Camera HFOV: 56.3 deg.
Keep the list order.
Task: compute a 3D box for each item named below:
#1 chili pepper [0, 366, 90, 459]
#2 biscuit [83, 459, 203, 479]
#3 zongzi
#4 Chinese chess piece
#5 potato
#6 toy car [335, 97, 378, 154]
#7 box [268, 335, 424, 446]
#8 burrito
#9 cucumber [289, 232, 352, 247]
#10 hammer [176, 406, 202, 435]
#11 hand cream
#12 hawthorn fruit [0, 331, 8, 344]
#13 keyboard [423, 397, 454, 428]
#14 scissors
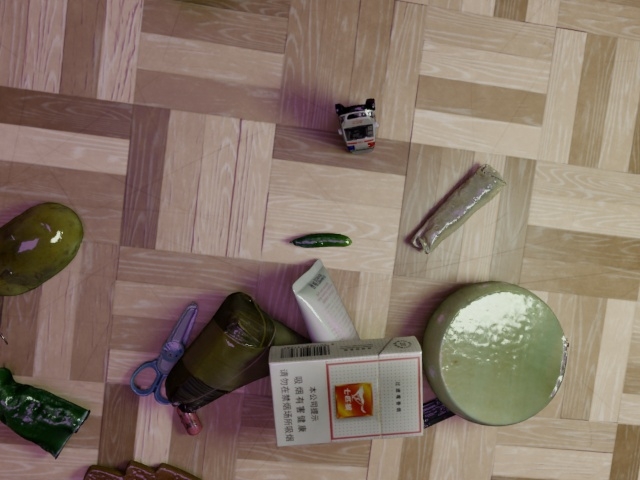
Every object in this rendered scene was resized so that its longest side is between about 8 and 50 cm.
[{"bbox_3d":[-0.685,0.380,1.375,0.270,0.099,0.136,35,115,-14],"label":"chili pepper"},{"bbox_3d":[-0.426,0.647,1.451,0.302,0.043,0.278,-16,94,-7],"label":"biscuit"},{"bbox_3d":[-0.170,0.310,1.421,0.318,0.154,0.289,33,102,-28],"label":"zongzi"},{"bbox_3d":[0.419,0.273,1.463,0.350,0.146,0.349,0,91,-9],"label":"Chinese chess piece"},{"bbox_3d":[-0.667,0.024,1.341,0.272,0.111,0.160,-34,96,-4],"label":"potato"},{"bbox_3d":[0.086,-0.255,1.358,0.090,0.209,0.108,-6,94,5],"label":"toy car"},{"bbox_3d":[0.059,0.332,1.329,0.331,0.095,0.210,-4,106,-2],"label":"box"},{"bbox_3d":[0.339,-0.071,1.479,0.275,0.059,0.082,-45,91,-2],"label":"burrito"},{"bbox_3d":[0.000,0.000,1.454,0.155,0.037,0.037,-1,95,-8],"label":"cucumber"},{"bbox_3d":[-0.318,0.431,1.449,0.043,0.043,0.083,-26,98,-4],"label":"hammer"},{"bbox_3d":[0.032,0.233,1.424,0.118,0.185,0.358,-18,101,28],"label":"hand cream"},{"bbox_3d":[-0.793,0.160,1.324,0.204,0.163,0.162,11,93,-24],"label":"hawthorn fruit"},{"bbox_3d":[0.330,0.424,1.539,0.205,0.013,0.061,-22,96,-4],"label":"keyboard"},{"bbox_3d":[-0.355,0.267,1.436,0.125,0.030,0.256,25,93,-10],"label":"scissors"}]
